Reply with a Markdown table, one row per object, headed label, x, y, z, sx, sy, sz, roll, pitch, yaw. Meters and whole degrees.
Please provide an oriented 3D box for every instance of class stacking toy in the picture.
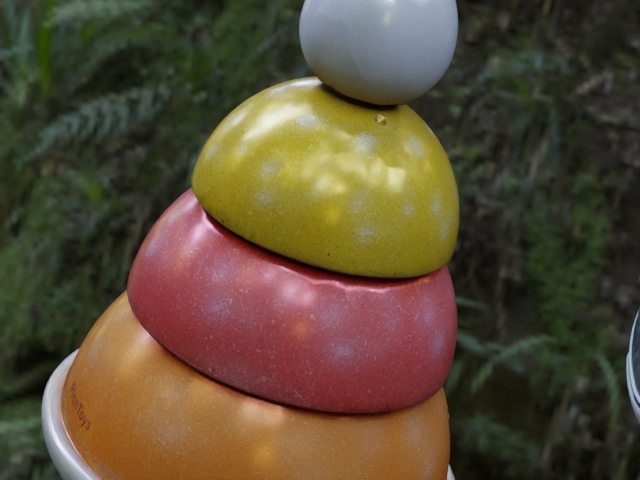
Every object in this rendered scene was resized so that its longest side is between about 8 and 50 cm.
| label | x | y | z | sx | sy | sz | roll | pitch | yaw |
| --- | --- | --- | --- | --- | --- | --- | --- | --- | --- |
| stacking toy | 0.000 | 0.000 | 1.289 | 0.351 | 0.479 | 0.350 | 15 | 25 | -7 |

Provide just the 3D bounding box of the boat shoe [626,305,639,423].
| label | x | y | z | sx | sy | sz | roll | pitch | yaw |
| --- | --- | --- | --- | --- | --- | --- | --- | --- | --- |
| boat shoe | 0.229 | 0.022 | 1.028 | 0.078 | 0.219 | 0.070 | -2 | -42 | 28 |
